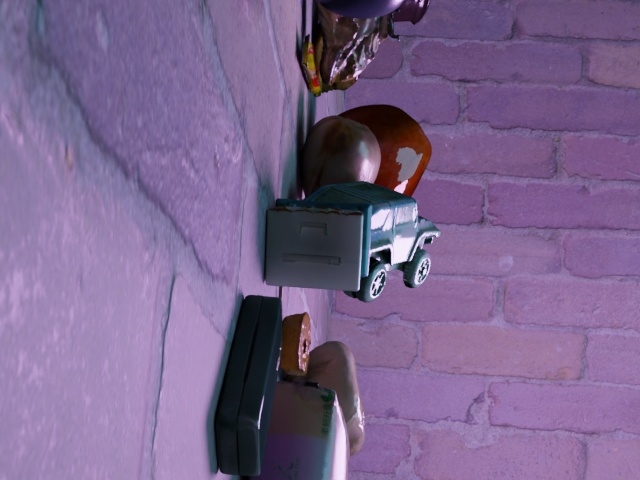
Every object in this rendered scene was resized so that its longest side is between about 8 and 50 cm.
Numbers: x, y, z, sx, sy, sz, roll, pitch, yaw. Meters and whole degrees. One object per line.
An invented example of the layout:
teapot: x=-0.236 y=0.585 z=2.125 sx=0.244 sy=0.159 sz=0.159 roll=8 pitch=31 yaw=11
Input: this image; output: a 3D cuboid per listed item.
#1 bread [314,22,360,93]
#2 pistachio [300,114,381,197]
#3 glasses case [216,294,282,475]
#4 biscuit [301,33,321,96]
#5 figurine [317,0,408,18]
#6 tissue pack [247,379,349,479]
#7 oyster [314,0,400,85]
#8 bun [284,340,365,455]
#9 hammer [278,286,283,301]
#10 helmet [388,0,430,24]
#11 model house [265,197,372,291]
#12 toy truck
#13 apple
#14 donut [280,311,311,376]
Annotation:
bread: x=0.041 y=-0.371 z=1.690 sx=0.172 sy=0.103 sz=0.132 roll=-78 pitch=168 yaw=-53
pistachio: x=0.029 y=-0.122 z=1.525 sx=0.215 sy=0.144 sz=0.144 roll=96 pitch=0 yaw=-48
glasses case: x=-0.067 y=0.137 z=0.881 sx=0.184 sy=0.039 sz=0.077 roll=-82 pitch=174 yaw=-55
biscuit: x=-0.016 y=-0.282 z=1.480 sx=0.292 sy=0.026 sz=0.048 roll=5 pitch=81 yaw=-87
figurine: x=0.030 y=-0.306 z=0.861 sx=0.265 sy=0.197 sz=0.175 roll=-133 pitch=-138 yaw=-66
tissue pack: x=-0.027 y=0.321 z=1.053 sx=0.215 sy=0.123 sz=0.256 roll=84 pitch=9 yaw=-59
oyster: x=0.052 y=-0.412 z=1.413 sx=0.198 sy=0.133 sz=0.337 roll=-46 pitch=141 yaw=-49
bun: x=-0.001 y=0.253 z=1.446 sx=0.178 sy=0.128 sz=0.193 roll=88 pitch=-5 yaw=-56
hammer: x=-0.055 y=0.055 z=1.245 sx=0.035 sy=0.019 sz=0.110 roll=-81 pitch=179 yaw=-57
helmet: x=0.079 y=-0.509 z=1.584 sx=0.225 sy=0.177 sz=0.305 roll=101 pitch=-29 yaw=-47
model house: x=0.000 y=0.000 z=1.153 sx=0.149 sy=0.127 sz=0.100 roll=-51 pitch=144 yaw=-79
toy truck: x=0.072 y=-0.005 z=1.427 sx=0.279 sy=0.155 sz=0.156 roll=-12 pitch=119 yaw=-56
apple: x=0.091 y=-0.144 z=1.716 sx=0.234 sy=0.234 sz=0.233 roll=3 pitch=90 yaw=-87
donut: x=-0.039 y=0.153 z=1.343 sx=0.108 sy=0.043 sz=0.097 roll=82 pitch=12 yaw=-68
